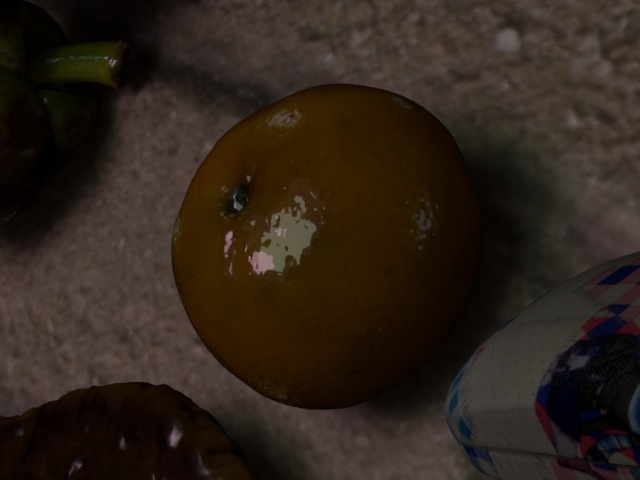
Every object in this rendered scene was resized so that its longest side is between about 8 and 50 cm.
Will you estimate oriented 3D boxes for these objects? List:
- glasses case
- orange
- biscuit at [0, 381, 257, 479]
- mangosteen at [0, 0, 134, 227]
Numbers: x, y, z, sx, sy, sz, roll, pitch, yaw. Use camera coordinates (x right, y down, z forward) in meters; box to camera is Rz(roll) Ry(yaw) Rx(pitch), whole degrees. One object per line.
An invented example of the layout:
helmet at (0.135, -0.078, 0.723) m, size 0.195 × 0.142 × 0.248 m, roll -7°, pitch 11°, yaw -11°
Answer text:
glasses case at (0.160, 0.046, 0.699) m, size 0.125 × 0.076 × 0.327 m, roll -37°, pitch 14°, yaw -24°
orange at (0.000, 0.000, 0.924) m, size 0.156 × 0.124 × 0.156 m, roll -21°, pitch 61°, yaw 42°
biscuit at (-0.138, 0.221, 1.005) m, size 0.334 × 0.081 × 0.289 m, roll -11°, pitch 65°, yaw 40°
mangosteen at (-0.212, -0.088, 1.177) m, size 0.181 × 0.146 × 0.156 m, roll -37°, pitch 46°, yaw 30°
